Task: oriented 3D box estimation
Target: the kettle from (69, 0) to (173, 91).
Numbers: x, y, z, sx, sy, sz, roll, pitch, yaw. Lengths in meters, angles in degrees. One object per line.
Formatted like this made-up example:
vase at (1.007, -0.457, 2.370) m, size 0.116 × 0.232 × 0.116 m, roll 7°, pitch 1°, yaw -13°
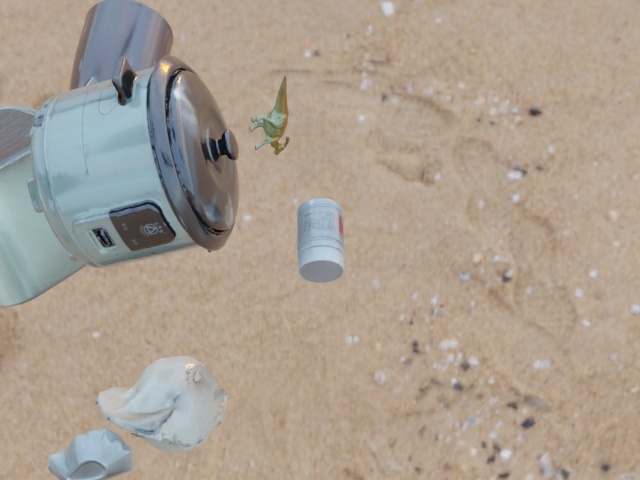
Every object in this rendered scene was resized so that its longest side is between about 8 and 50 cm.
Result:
kettle at (-0.316, -0.229, 1.674) m, size 0.144 × 0.202 × 0.232 m, roll 0°, pitch 56°, yaw 11°

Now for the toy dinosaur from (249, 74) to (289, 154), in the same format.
toy dinosaur at (-0.052, -0.127, 1.099) m, size 0.041 × 0.113 × 0.026 m, roll -12°, pitch 50°, yaw -11°

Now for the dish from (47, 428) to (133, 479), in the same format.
dish at (-0.349, 0.337, 1.597) m, size 0.137 × 0.091 × 0.039 m, roll -21°, pitch 27°, yaw 14°

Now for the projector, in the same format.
projector at (-0.542, -0.065, 1.866) m, size 0.249 × 0.249 × 0.248 m, roll 18°, pitch 43°, yaw 42°

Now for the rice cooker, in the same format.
rice cooker at (-0.209, -0.091, 1.299) m, size 0.227 × 0.280 × 0.241 m, roll -13°, pitch 39°, yaw 13°

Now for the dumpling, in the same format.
dumpling at (-0.243, 0.243, 1.614) m, size 0.173 × 0.247 × 0.142 m, roll 7°, pitch 93°, yaw 21°

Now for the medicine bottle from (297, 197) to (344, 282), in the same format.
medicine bottle at (0.000, 0.000, 1.324) m, size 0.058 × 0.058 × 0.091 m, roll 0°, pitch 58°, yaw -2°
